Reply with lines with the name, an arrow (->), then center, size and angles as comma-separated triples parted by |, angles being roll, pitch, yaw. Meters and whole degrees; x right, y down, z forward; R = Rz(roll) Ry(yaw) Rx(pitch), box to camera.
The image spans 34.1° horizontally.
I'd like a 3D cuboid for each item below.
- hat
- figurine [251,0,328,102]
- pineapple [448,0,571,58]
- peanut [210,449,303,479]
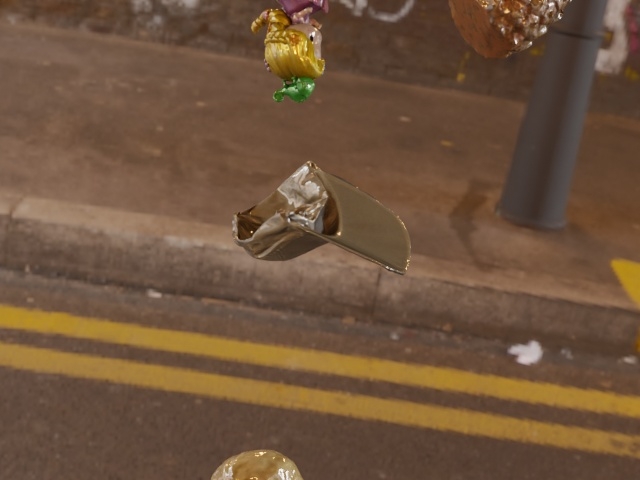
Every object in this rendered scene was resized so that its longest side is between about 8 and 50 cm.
hat -> 0.000, 0.000, 1.546 | 0.244, 0.149, 0.214 | 41, 27, -7
figurine -> -0.048, -0.263, 1.452 | 0.115, 0.156, 0.095 | -8, -11, 31
pineapple -> 0.324, -0.386, 1.513 | 0.278, 0.158, 0.158 | -35, 37, -12
peanut -> -0.100, 0.409, 1.714 | 0.140, 0.159, 0.109 | -17, 43, 23
